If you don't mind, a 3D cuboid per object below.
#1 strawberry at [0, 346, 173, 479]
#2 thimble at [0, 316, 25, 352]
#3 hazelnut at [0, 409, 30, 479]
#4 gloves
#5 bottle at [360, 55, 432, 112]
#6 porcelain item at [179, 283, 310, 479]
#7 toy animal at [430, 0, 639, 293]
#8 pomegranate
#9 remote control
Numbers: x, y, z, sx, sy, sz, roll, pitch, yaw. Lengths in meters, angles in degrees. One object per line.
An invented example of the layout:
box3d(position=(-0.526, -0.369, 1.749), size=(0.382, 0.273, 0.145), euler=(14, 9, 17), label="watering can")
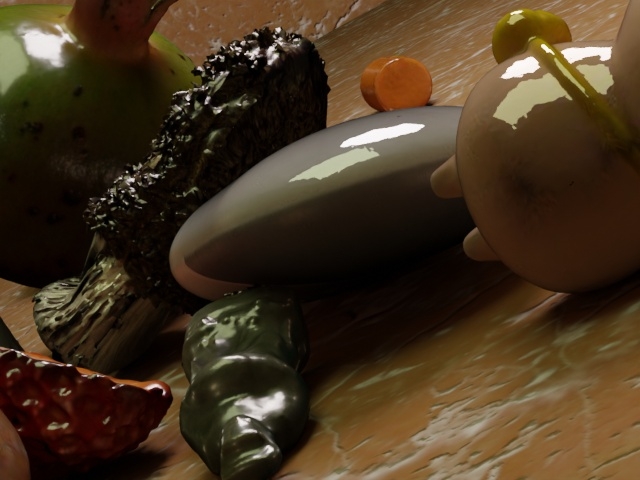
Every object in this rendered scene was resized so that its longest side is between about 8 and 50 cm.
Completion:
box3d(position=(-0.204, 0.124, 1.126), size=(0.236, 0.111, 0.190), euler=(8, -9, 43), label="strawberry")
box3d(position=(-0.376, 0.123, 1.475), size=(0.237, 0.150, 0.237), euler=(-29, 13, 7), label="thimble")
box3d(position=(-0.265, 0.155, 0.977), size=(0.214, 0.176, 0.214), euler=(-9, 48, 10), label="hazelnut")
box3d(position=(-0.090, -0.025, 1.368), size=(0.210, 0.135, 0.312), euler=(9, -60, -55), label="gloves")
box3d(position=(0.079, -0.181, 1.996), size=(0.069, 0.069, 0.187), euler=(-29, 11, -5), label="bottle")
box3d(position=(-0.046, 0.093, 1.000), size=(0.081, 0.069, 0.215), euler=(-15, 16, 4), label="porcelain item")
box3d(position=(0.169, -0.062, 0.923), size=(0.248, 0.165, 0.149), euler=(-29, 13, 37), label="toy animal")
box3d(position=(-0.230, -0.118, 1.518), size=(0.291, 0.323, 0.291), euler=(1, 22, 0), label="pomegranate")
box3d(position=(0.017, -0.020, 1.162), size=(0.221, 0.103, 0.332), euler=(-17, -5, -19), label="remote control")
